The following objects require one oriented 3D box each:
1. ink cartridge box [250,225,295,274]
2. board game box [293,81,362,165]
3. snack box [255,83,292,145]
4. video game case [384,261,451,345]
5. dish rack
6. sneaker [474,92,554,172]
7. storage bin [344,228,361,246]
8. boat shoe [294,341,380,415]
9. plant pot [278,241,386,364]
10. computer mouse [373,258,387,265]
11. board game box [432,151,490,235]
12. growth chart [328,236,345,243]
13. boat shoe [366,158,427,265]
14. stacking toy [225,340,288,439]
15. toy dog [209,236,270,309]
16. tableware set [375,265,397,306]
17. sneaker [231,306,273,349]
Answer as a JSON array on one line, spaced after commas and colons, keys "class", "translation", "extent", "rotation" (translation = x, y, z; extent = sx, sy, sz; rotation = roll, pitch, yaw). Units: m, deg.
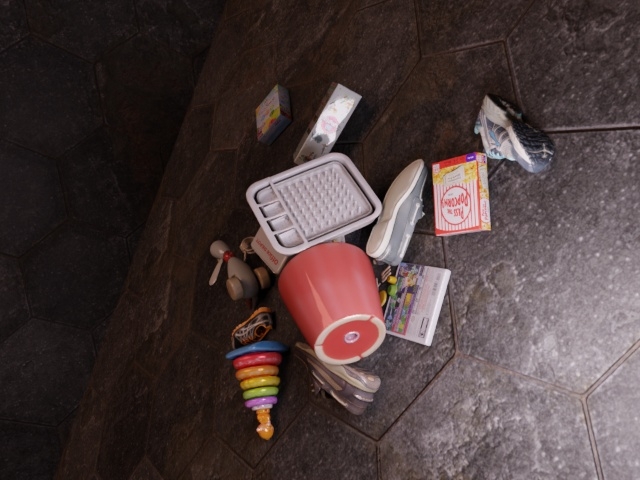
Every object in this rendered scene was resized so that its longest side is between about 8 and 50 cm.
[{"class": "ink cartridge box", "translation": [-0.081, -0.040, 1.936], "extent": [0.197, 0.114, 0.273], "rotation": [43, 107, 46]}, {"class": "board game box", "translation": [0.016, -0.399, 2.126], "extent": [0.303, 0.097, 0.224], "rotation": [-60, 11, 13]}, {"class": "snack box", "translation": [-0.204, -0.542, 2.613], "extent": [0.174, 0.070, 0.207], "rotation": [-42, 39, 35]}, {"class": "video game case", "translation": [0.249, 0.164, 1.608], "extent": [0.183, 0.023, 0.201], "rotation": [7, 79, 56]}, {"class": "dish rack", "translation": [-0.020, -0.097, 1.745], "extent": [0.333, 0.072, 0.285], "rotation": [-24, 56, -12]}, {"class": "sneaker", "translation": [0.466, -0.240, 1.485], "extent": [0.283, 0.110, 0.122], "rotation": [-105, 30, -46]}, {"class": "storage bin", "translation": [0.062, -0.039, 1.934], "extent": [0.122, 0.084, 0.180], "rotation": [-2, 70, 54]}, {"class": "boat shoe", "translation": [0.019, 0.384, 1.710], "extent": [0.355, 0.132, 0.130], "rotation": [17, 85, 58]}, {"class": "plant pot", "translation": [0.046, 0.179, 1.628], "extent": [0.275, 0.275, 0.243], "rotation": [-51, 38, 24]}, {"class": "computer mouse", "translation": [0.203, -0.019, 1.763], "extent": [0.106, 0.042, 0.193], "rotation": [-6, 72, 58]}, {"class": "board game box", "translation": [0.358, -0.114, 1.546], "extent": [0.147, 0.045, 0.193], "rotation": [-10, 80, 52]}, {"class": "growth chart", "translation": [0.000, 0.000, 1.829], "extent": [0.021, 0.172, 0.237], "rotation": [-100, -5, -74]}, {"class": "boat shoe", "translation": [0.233, -0.077, 1.697], "extent": [0.116, 0.099, 0.319], "rotation": [-9, 52, 63]}, {"class": "stacking toy", "translation": [-0.192, 0.489, 1.962], "extent": [0.166, 0.175, 0.302], "rotation": [-26, 65, 39]}, {"class": "toy dog", "translation": [-0.313, 0.138, 2.303], "extent": [0.334, 0.220, 0.161], "rotation": [-111, 20, -55]}, {"class": "tableware set", "translation": [0.170, 0.150, 1.707], "extent": [0.154, 0.024, 0.104], "rotation": [-52, 29, 41]}, {"class": "sneaker", "translation": [-0.244, 0.331, 2.161], "extent": [0.215, 0.084, 0.083], "rotation": [-49, 42, 25]}]
